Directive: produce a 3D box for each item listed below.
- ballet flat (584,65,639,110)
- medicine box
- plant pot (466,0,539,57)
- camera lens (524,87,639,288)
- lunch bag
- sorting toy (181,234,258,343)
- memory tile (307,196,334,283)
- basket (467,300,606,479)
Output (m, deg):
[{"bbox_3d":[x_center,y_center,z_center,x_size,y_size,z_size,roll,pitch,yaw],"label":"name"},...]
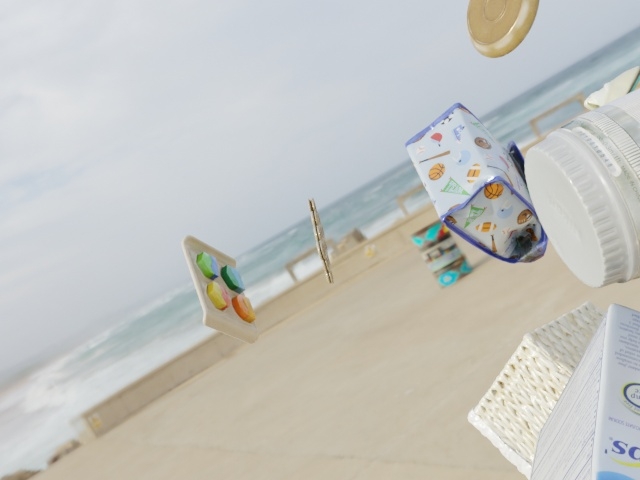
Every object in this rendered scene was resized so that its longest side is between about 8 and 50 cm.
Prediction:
[{"bbox_3d":[0.542,-0.236,1.531,0.086,0.086,0.248,-44,-21,-83],"label":"ballet flat"},{"bbox_3d":[0.346,0.273,0.899,0.289,0.149,0.264,-60,-14,-48],"label":"medicine box"},{"bbox_3d":[0.425,-0.558,1.867,0.032,0.236,0.236,3,-17,-32],"label":"plant pot"},{"bbox_3d":[0.429,-0.084,0.987,0.274,0.219,0.219,-24,2,-1],"label":"camera lens"},{"bbox_3d":[0.460,-0.140,2.134,0.239,0.385,0.328,-36,44,22],"label":"lunch bag"},{"bbox_3d":[-0.204,0.101,1.637,0.038,0.208,0.193,-29,-31,17],"label":"sorting toy"},{"bbox_3d":[0.000,0.000,1.476,0.012,0.148,0.113,-14,-41,4],"label":"memory tile"},{"bbox_3d":[0.562,0.352,1.643,0.328,0.331,0.266,-15,-41,-43],"label":"basket"}]
